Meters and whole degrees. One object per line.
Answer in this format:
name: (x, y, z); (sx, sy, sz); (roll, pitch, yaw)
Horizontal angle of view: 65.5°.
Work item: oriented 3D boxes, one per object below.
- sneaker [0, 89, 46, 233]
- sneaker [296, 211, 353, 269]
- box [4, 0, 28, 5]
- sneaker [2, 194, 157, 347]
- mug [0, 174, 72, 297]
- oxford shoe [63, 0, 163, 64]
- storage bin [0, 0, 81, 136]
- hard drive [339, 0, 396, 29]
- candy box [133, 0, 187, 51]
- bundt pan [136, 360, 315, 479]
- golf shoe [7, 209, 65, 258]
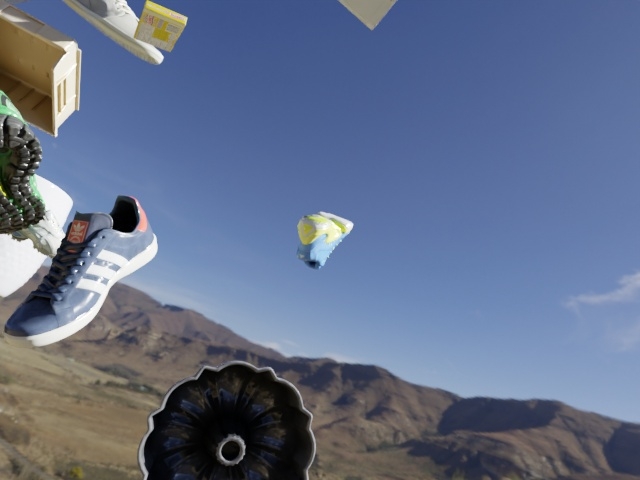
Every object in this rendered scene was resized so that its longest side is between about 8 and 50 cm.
sneaker: (-0.566, -0.126, 0.875); (0.134, 0.146, 0.343); (-13, -26, -42)
sneaker: (0.000, 0.000, 1.223); (0.091, 0.126, 0.240); (22, 12, 24)
box: (-0.836, -0.829, 1.306); (0.179, 0.312, 0.343); (51, -28, 11)
sneaker: (-0.435, 0.034, 0.897); (0.131, 0.350, 0.148); (8, -55, 14)
mug: (-0.921, -0.038, 1.367); (0.276, 0.328, 0.374); (8, -22, 18)
oxford shoe: (-0.658, -0.714, 1.597); (0.449, 0.130, 0.169); (40, 1, 20)
storage bin: (-0.773, -0.450, 1.279); (0.262, 0.123, 0.260); (28, -39, -9)
hard drive: (0.102, -0.798, 1.445); (0.307, 0.040, 0.203); (33, -62, -22)
candy box: (-0.435, -0.571, 1.340); (0.105, 0.027, 0.206); (16, -8, -27)
bundt pan: (-0.183, 0.396, 0.976); (0.331, 0.330, 0.124); (24, -13, -13)
golf shoe: (-0.578, -0.019, 1.054); (0.176, 0.086, 0.069); (28, 7, -9)
